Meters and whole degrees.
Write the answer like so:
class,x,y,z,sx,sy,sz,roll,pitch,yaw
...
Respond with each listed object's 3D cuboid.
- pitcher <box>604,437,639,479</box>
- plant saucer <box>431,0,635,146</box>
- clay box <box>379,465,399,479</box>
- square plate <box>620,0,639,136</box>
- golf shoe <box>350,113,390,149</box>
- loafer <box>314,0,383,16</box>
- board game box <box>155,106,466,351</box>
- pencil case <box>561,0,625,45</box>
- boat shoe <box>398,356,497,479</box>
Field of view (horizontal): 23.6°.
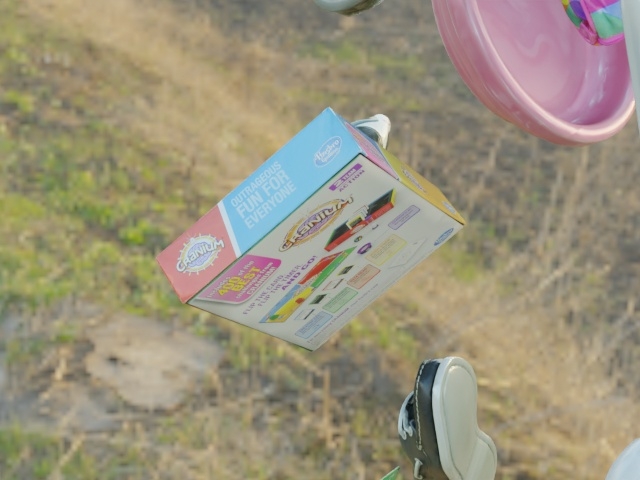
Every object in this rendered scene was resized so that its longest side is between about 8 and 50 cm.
class,x,y,z,sx,sy,sz,roll,pitch,yaw
pitcher,0.331,0.315,1.651,0.177,0.207,0.125,18,-17,0
plant saucer,0.235,-0.258,1.719,0.084,0.332,0.332,-20,1,42
clay box,0.048,0.355,1.628,0.053,0.222,0.127,32,44,29
square plate,0.429,-0.067,1.219,0.344,0.347,0.049,-6,31,12
golf shoe,0.004,-0.086,2.229,0.273,0.105,0.120,-33,11,39
loafer,0.099,-0.292,1.454,0.251,0.087,0.094,-40,54,-6
board game box,0.000,0.000,1.657,0.064,0.242,0.316,55,11,25
pencil case,0.332,-0.256,1.386,0.236,0.104,0.104,-22,20,4
boat shoe,0.132,0.223,1.753,0.091,0.302,0.114,12,56,22
